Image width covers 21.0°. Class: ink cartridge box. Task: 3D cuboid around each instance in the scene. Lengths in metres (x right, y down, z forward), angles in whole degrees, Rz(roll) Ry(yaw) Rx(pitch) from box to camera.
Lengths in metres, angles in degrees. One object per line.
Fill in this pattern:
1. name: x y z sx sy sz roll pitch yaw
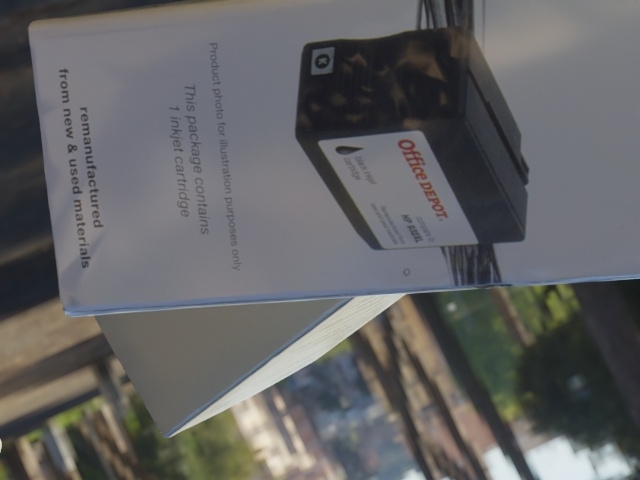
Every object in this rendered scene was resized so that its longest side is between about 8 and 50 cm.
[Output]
1. ink cartridge box: 0.061 -0.055 0.762 0.307 0.129 0.223 -4 -173 16

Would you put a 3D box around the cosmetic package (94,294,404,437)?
1. cosmetic package: 0.000 0.000 1.111 0.160 0.113 0.309 -25 171 -43
